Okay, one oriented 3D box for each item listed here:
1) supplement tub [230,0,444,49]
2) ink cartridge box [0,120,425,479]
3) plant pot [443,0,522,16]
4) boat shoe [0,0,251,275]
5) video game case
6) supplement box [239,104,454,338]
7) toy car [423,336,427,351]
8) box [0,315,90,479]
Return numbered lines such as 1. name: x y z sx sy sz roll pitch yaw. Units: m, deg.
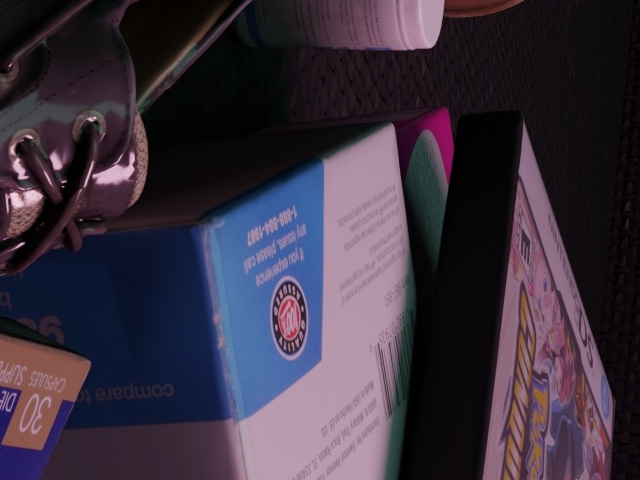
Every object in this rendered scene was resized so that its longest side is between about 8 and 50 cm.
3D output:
1. supplement tub: 0.008 -0.137 0.968 0.071 0.107 0.071 4 90 -75
2. ink cartridge box: -0.036 0.123 0.731 0.223 0.129 0.307 -34 117 -69
3. plant pot: 0.070 -0.242 1.103 0.165 0.167 0.167 31 63 -64
4. boat shoe: -0.095 -0.040 0.566 0.285 0.092 0.103 -60 175 -45
5. video game case: 0.096 0.120 0.859 0.248 0.035 0.274 65 28 -46
6. supplement box: 0.000 0.000 0.939 0.220 0.114 0.111 -31 115 -70
7. toy car: 0.021 0.104 1.006 0.159 0.136 0.182 -56 -170 14
8. box: -0.144 0.120 0.473 0.225 0.036 0.136 -64 163 -2
